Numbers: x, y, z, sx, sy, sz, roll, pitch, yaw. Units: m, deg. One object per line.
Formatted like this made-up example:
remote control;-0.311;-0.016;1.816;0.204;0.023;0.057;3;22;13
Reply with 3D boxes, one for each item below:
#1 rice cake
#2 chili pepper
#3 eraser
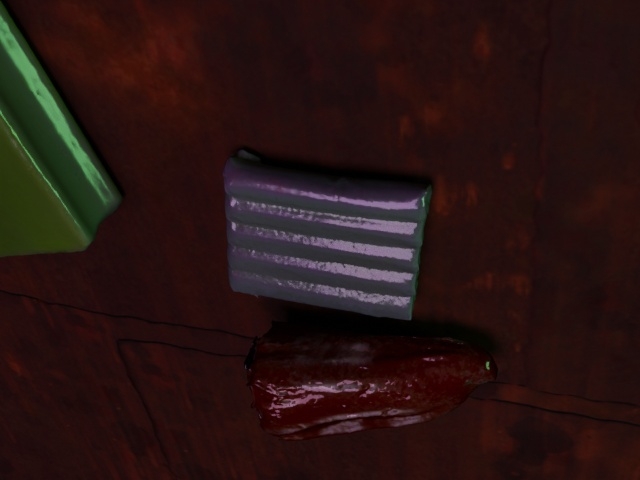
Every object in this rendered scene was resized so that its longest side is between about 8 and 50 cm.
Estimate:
rice cake;0.000;0.000;0.811;0.198;0.037;0.189;14;137;10
chili pepper;0.059;0.153;0.894;0.253;0.136;0.144;-3;105;16
eraser;-0.343;-0.108;0.815;0.210;0.092;0.274;-5;132;28
